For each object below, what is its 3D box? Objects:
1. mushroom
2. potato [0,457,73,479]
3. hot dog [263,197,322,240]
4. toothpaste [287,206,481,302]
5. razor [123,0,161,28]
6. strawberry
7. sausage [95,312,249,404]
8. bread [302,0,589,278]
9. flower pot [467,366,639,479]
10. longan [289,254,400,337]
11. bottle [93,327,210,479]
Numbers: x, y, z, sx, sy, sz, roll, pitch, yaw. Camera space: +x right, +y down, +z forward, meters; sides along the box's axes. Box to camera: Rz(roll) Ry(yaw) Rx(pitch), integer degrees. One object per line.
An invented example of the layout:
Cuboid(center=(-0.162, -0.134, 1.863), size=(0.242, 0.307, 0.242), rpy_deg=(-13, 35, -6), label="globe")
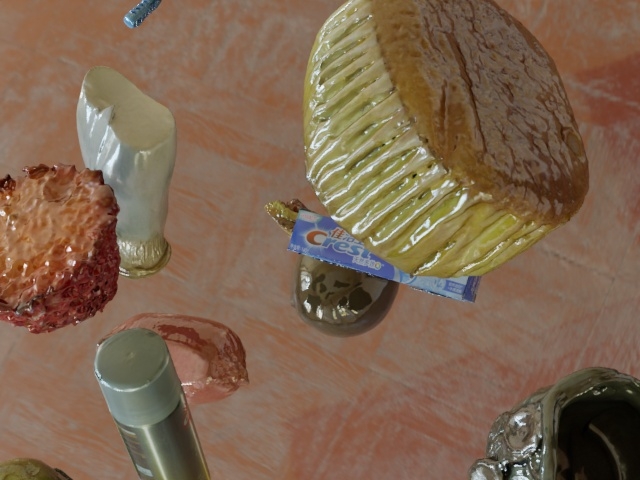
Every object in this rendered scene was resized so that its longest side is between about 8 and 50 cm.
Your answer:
Cuboid(center=(-0.272, -0.082, 1.482), size=(0.122, 0.328, 0.159), rpy_deg=(-14, 54, -18), label="mushroom")
Cuboid(center=(-0.433, 0.428, 1.612), size=(0.143, 0.248, 0.169), rpy_deg=(-53, 29, -7), label="potato")
Cuboid(center=(0.005, -0.002, 1.987), size=(0.093, 0.261, 0.123), rpy_deg=(-50, 36, -12), label="hot dog")
Cuboid(center=(0.085, 0.019, 1.398), size=(0.272, 0.053, 0.066), rpy_deg=(16, 89, 29), label="toothpaste")
Cuboid(center=(-0.313, -0.518, 2.111), size=(0.042, 0.082, 0.253), rpy_deg=(41, 64, -6), label="razor")
Cuboid(center=(-0.320, 0.037, 1.262), size=(0.234, 0.178, 0.234), rpy_deg=(-12, 48, 14), label="strawberry")
Cuboid(center=(-0.223, 0.182, 1.607), size=(0.254, 0.148, 0.148), rpy_deg=(9, 72, 30), label="sausage")
Cuboid(center=(0.099, -0.098, 0.850), size=(0.142, 0.227, 0.253), rpy_deg=(-44, 37, 36), label="bread")
Cuboid(center=(0.374, 0.335, 1.463), size=(0.302, 0.213, 0.301), rpy_deg=(6, 66, -13), label="flower pot")
Cuboid(center=(0.041, 0.073, 1.791), size=(0.197, 0.220, 0.196), rpy_deg=(0, 92, 7), label="longan")
Cuboid(center=(-0.183, 0.208, 1.158), size=(0.082, 0.286, 0.082), rpy_deg=(-3, 50, 3), label="bottle")
